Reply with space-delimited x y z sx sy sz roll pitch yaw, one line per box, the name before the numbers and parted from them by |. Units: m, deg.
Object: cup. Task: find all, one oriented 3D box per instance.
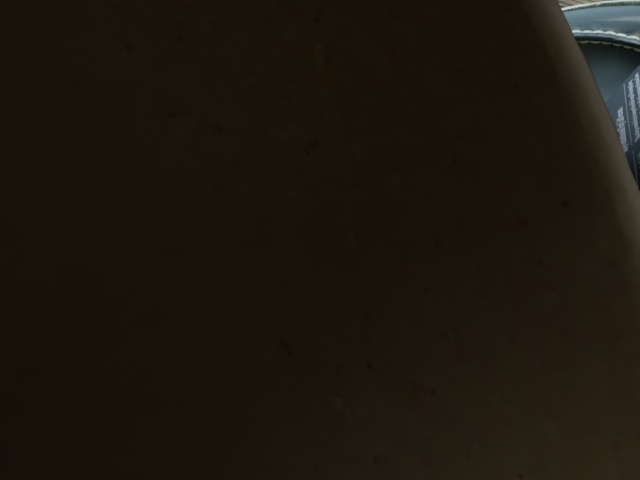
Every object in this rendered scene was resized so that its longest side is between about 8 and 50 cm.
cup | -0.105 0.071 0.299 0.237 0.331 0.331 -16 4 34

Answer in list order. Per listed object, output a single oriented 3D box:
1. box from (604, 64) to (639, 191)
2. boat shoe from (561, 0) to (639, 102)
box | 0.167 -0.015 0.739 0.103 0.184 0.261 43 18 -7
boat shoe | 0.224 -0.062 1.044 0.319 0.116 0.099 18 18 24
